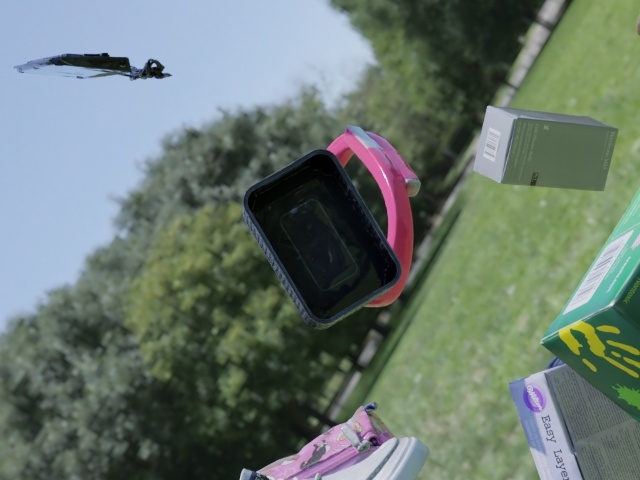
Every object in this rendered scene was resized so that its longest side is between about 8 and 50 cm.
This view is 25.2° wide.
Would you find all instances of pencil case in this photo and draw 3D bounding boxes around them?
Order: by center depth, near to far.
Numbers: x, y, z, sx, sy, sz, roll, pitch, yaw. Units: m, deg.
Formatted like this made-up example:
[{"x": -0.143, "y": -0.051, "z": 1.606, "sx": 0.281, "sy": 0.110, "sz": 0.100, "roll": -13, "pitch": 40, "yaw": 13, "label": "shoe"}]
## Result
[{"x": -0.050, "y": 0.396, "z": 2.161, "sx": 0.386, "sy": 0.167, "sz": 0.160, "roll": -28, "pitch": 24, "yaw": -3, "label": "pencil case"}]

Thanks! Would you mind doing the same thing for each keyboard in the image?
[{"x": -0.349, "y": -0.269, "z": 2.206, "sx": 0.317, "sy": 0.201, "sz": 0.033, "roll": -167, "pitch": 81, "yaw": -67, "label": "keyboard"}]

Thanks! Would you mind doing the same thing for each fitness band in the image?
[{"x": 0.057, "y": -0.035, "z": 1.995, "sx": 0.291, "sy": 0.054, "sz": 0.209, "roll": 57, "pitch": 135, "yaw": 51, "label": "fitness band"}]

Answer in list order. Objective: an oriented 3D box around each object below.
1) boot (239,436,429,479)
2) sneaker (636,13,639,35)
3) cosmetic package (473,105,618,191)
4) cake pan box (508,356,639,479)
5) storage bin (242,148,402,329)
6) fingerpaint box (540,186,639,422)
[{"x": -0.024, "y": 0.254, "z": 1.346, "sx": 0.258, "sy": 0.123, "sz": 0.095, "roll": -47, "pitch": 2, "yaw": 4, "label": "boot"}, {"x": 0.367, "y": -0.204, "z": 1.228, "sx": 0.192, "sy": 0.086, "sz": 0.064, "roll": -27, "pitch": -40, "yaw": -29, "label": "sneaker"}, {"x": 0.403, "y": -0.163, "z": 2.555, "sx": 0.107, "sy": 0.238, "sz": 0.127, "roll": 36, "pitch": 120, "yaw": 59, "label": "cosmetic package"}, {"x": 0.348, "y": 0.244, "z": 1.634, "sx": 0.245, "sy": 0.267, "sz": 0.070, "roll": -14, "pitch": -8, "yaw": -45, "label": "cake pan box"}, {"x": 0.000, "y": 0.000, "z": 1.646, "sx": 0.122, "sy": 0.180, "sz": 0.084, "roll": -30, "pitch": -6, "yaw": -6, "label": "storage bin"}, {"x": 0.497, "y": 0.030, "z": 1.413, "sx": 0.445, "sy": 0.371, "sz": 0.163, "roll": -52, "pitch": 3, "yaw": -23, "label": "fingerpaint box"}]
